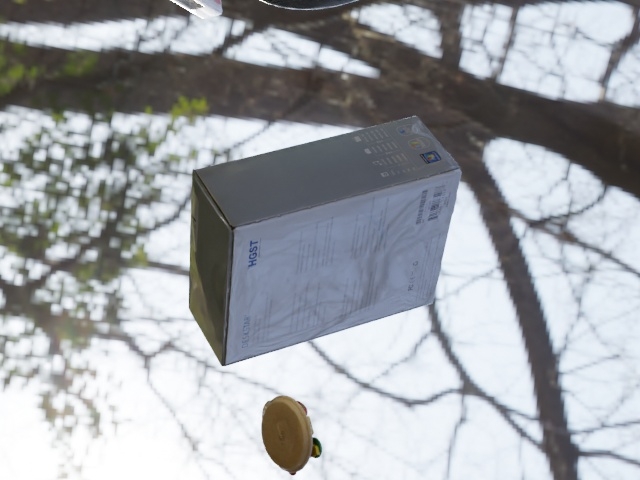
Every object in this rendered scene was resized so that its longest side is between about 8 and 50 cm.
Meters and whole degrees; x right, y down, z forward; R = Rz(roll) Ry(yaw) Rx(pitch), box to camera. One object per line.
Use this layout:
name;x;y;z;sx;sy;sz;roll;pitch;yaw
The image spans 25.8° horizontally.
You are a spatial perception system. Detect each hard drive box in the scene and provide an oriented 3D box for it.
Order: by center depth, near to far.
hard drive box;0.000;0.000;1.306;0.089;0.232;0.181;55;-30;39

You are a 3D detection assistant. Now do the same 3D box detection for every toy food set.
toy food set;-0.033;0.200;1.439;0.083;0.020;0.083;-28;-107;47

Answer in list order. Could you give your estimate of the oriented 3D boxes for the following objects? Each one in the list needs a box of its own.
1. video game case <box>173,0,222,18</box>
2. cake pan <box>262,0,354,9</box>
video game case;-0.146;-0.321;1.282;0.285;0.025;0.204;-21;99;-83
cake pan;0.020;-0.308;1.179;0.293;0.293;0.054;-58;-132;38
